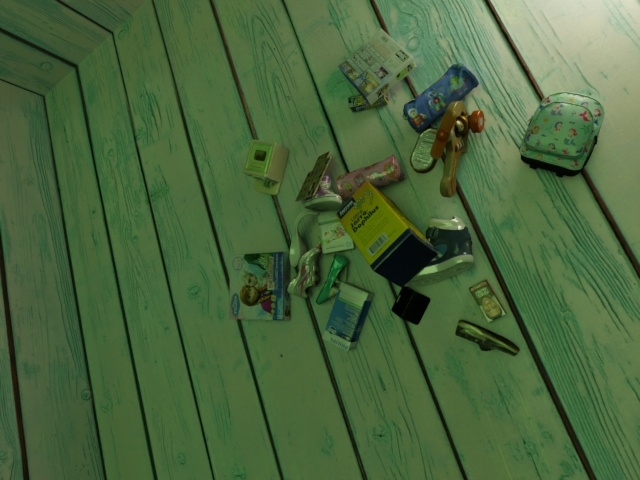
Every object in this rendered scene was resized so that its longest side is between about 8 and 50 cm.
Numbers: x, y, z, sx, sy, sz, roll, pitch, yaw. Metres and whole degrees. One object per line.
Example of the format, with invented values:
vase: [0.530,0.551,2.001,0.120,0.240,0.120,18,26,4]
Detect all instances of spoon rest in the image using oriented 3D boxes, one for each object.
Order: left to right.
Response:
spoon rest: [-0.095,-0.012,1.863,0.137,0.084,0.276,46,121,61]

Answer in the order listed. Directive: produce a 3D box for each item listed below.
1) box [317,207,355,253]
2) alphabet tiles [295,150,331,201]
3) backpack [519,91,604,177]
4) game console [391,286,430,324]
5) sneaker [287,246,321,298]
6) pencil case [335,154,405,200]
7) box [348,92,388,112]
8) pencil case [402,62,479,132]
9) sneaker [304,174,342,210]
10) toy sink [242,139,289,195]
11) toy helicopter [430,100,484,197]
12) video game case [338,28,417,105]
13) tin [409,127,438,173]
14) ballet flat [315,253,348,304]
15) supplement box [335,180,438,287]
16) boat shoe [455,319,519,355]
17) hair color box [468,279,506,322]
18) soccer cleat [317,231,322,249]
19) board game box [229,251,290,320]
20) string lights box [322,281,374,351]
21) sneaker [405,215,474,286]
box: [0.068,-0.042,1.823,0.145,0.038,0.186,-11,80,16]
alphabet tiles: [-0.026,-0.290,1.854,0.198,0.009,0.237,-6,57,64]
backpack: [0.823,-0.373,1.404,0.225,0.191,0.254,26,91,28]
game console: [0.362,0.259,1.661,0.107,0.071,0.122,34,101,57]
sneaker: [-0.045,0.150,1.845,0.111,0.103,0.252,29,104,23]
pencil case: [0.208,-0.260,1.745,0.284,0.124,0.124,-17,76,24]
box: [0.209,-0.616,1.816,0.168,0.059,0.054,-5,80,27]
pencil case: [0.465,-0.566,1.636,0.306,0.119,0.133,-37,96,16]
sneaker: [0.016,-0.217,1.790,0.282,0.102,0.161,6,79,62]
toy sink: [-0.272,-0.353,1.996,0.152,0.131,0.234,16,92,29]
toy helicopter: [0.491,-0.340,1.541,0.140,0.235,0.355,9,94,38]
video game case: [0.239,-0.748,1.775,0.244,0.061,0.269,-37,56,11]
tin: [0.435,-0.368,1.684,0.106,0.040,0.190,24,95,23]
ballet flat: [0.059,0.182,1.793,0.087,0.083,0.247,23,97,14]
supplement box: [0.244,-0.030,1.583,0.195,0.194,0.356,-47,42,15]
boat shoe: [0.597,0.363,1.493,0.223,0.080,0.073,25,101,33]
hair color box: [0.613,0.221,1.516,0.072,0.043,0.141,-33,71,20]
soccer cleat: [0.000,0.000,1.873,0.035,0.029,0.083,1,81,36]
board game box: [-0.294,0.220,1.977,0.318,0.066,0.319,-5,82,27]
string lights box: [0.116,0.320,1.745,0.133,0.076,0.260,21,94,28]
sneaker: [0.427,0.031,1.607,0.322,0.130,0.236,-25,57,34]
